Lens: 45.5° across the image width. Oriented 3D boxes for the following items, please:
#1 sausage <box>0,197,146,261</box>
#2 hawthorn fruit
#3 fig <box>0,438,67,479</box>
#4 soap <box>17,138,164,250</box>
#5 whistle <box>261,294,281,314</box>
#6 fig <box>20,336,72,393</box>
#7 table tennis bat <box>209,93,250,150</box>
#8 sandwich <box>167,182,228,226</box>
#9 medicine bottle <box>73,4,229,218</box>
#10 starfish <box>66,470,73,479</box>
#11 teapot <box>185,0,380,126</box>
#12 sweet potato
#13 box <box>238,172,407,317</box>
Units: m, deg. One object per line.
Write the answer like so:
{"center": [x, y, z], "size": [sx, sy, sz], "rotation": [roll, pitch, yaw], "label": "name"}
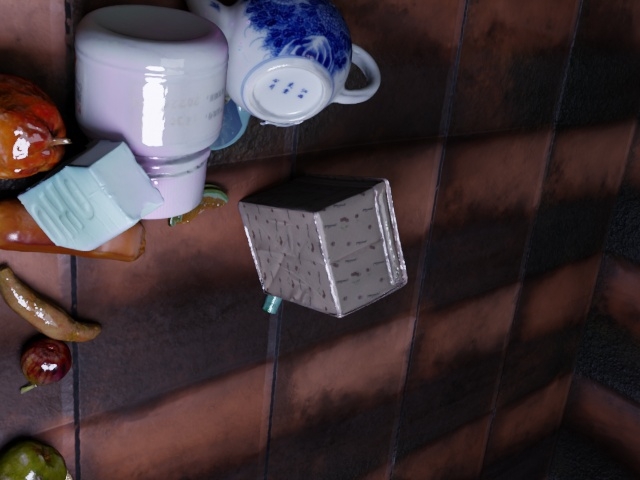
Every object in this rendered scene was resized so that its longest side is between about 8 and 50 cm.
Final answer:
{"center": [-0.439, -0.016, 1.333], "size": [0.300, 0.083, 0.089], "rotation": [11, 64, -47], "label": "sausage"}
{"center": [-0.476, -0.173, 1.154], "size": [0.173, 0.179, 0.174], "rotation": [-15, 118, -30], "label": "hawthorn fruit"}
{"center": [-0.573, 0.445, 1.429], "size": [0.133, 0.184, 0.127], "rotation": [15, 56, -75], "label": "fig"}
{"center": [-0.368, -0.065, 1.201], "size": [0.145, 0.230, 0.091], "rotation": [56, 44, -11], "label": "soap"}
{"center": [-0.083, 0.077, 1.740], "size": [0.039, 0.039, 0.186], "rotation": [17, 97, -46], "label": "whistle"}
{"center": [-0.511, 0.238, 1.403], "size": [0.088, 0.089, 0.125], "rotation": [-1, 135, -43], "label": "fig"}
{"center": [-0.170, -0.260, 1.497], "size": [0.237, 0.038, 0.149], "rotation": [-21, 118, -32], "label": "table tennis bat"}
{"center": [-0.248, -0.073, 1.519], "size": [0.135, 0.029, 0.067], "rotation": [-36, 130, -24], "label": "sandwich"}
{"center": [-0.282, -0.213, 1.267], "size": [0.241, 0.241, 0.302], "rotation": [-16, 129, -37], "label": "medicine bottle"}
{"center": [-0.528, 0.575, 1.571], "size": [0.235, 0.062, 0.277], "rotation": [-25, 130, -25], "label": "starfish"}
{"center": [-0.069, -0.365, 1.408], "size": [0.423, 0.280, 0.252], "rotation": [14, 141, -27], "label": "teapot"}
{"center": [-0.487, 0.136, 1.375], "size": [0.058, 0.078, 0.255], "rotation": [-28, 137, 17], "label": "sweet potato"}
{"center": [0.000, 0.000, 1.567], "size": [0.190, 0.297, 0.225], "rotation": [-23, 109, -29], "label": "box"}
